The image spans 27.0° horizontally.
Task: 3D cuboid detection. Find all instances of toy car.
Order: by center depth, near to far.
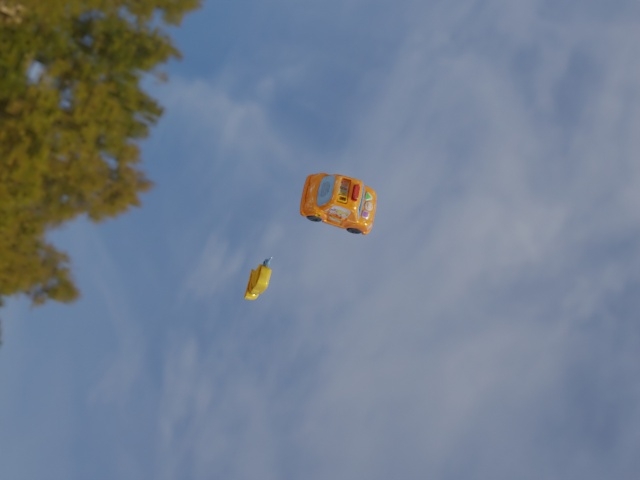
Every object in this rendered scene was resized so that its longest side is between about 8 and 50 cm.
[{"bbox_3d":[0.000,0.000,0.944,0.122,0.060,0.040,-60,-172,-25],"label":"toy car"}]
